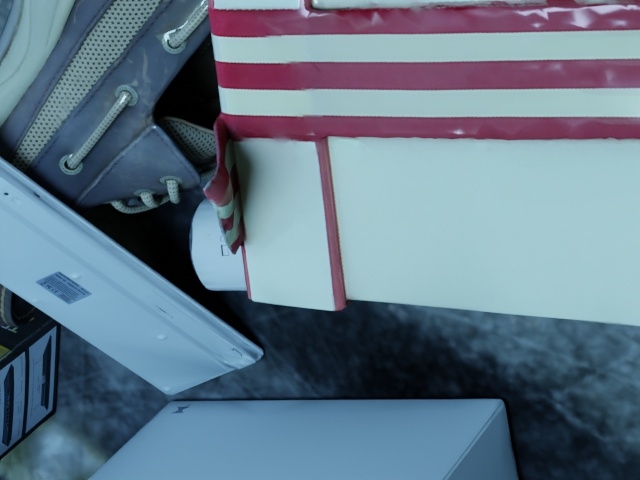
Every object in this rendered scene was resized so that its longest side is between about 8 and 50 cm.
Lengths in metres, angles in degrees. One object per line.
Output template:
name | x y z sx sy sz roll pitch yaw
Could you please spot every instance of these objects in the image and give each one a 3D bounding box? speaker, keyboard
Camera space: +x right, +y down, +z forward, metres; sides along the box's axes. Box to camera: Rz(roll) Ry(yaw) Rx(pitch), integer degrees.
speaker | 0.000 0.000 1.018 0.136 0.055 0.055 -2 112 28
keyboard | -0.132 0.021 1.026 0.072 0.014 0.256 -19 142 29

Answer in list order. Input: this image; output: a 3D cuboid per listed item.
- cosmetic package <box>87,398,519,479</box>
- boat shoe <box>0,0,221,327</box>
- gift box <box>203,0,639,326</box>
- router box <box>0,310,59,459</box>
cosmetic package | 0.002 0.217 1.073 0.224 0.138 0.224 -4 110 29
boat shoe | -0.109 -0.069 0.996 0.130 0.132 0.355 30 131 3
gift box | 0.077 -0.112 0.798 0.258 0.276 0.255 5 110 27
router box | -0.351 0.081 1.126 0.309 0.243 0.081 17 120 19
